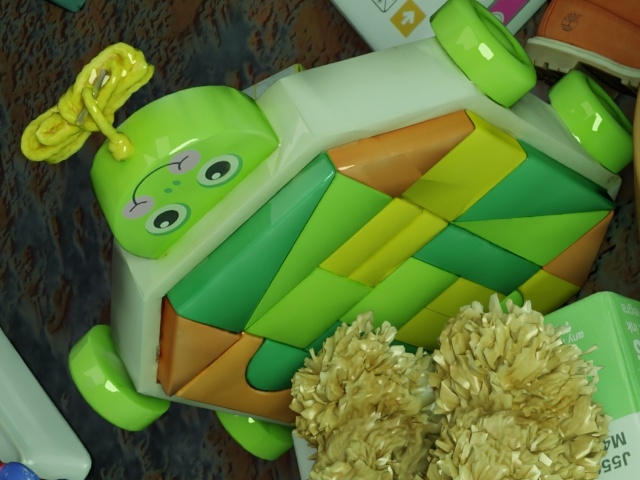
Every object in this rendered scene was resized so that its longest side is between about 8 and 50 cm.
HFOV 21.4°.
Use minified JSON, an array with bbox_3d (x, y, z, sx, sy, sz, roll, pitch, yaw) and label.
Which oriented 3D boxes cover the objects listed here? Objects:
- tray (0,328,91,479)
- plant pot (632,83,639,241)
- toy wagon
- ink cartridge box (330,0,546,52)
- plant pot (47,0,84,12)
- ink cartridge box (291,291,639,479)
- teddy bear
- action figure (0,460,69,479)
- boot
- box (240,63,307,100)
[{"bbox_3d":[-0.269,0.114,1.166,0.145,0.030,0.270,-51,54,11],"label":"tray"},{"bbox_3d":[0.263,-0.078,0.671,0.291,0.203,0.291,-8,56,12],"label":"plant pot"},{"bbox_3d":[0.000,0.000,0.808,0.267,0.344,0.068,-42,58,18],"label":"toy wagon"},{"bbox_3d":[0.135,-0.270,0.969,0.371,0.069,0.176,-48,55,17],"label":"ink cartridge box"},{"bbox_3d":[-0.260,-0.289,1.150,0.165,0.234,0.165,27,93,38],"label":"plant pot"},{"bbox_3d":[0.117,0.191,0.810,0.198,0.115,0.273,-27,62,30],"label":"ink cartridge box"},{"bbox_3d":[0.040,0.187,0.722,0.245,0.113,0.338,12,86,39],"label":"teddy bear"},{"bbox_3d":[-0.124,0.215,0.983,0.280,0.091,0.139,10,77,30],"label":"action figure"},{"bbox_3d":[0.184,-0.109,0.893,0.158,0.059,0.084,24,86,39],"label":"boot"},{"bbox_3d":[-0.044,-0.012,1.002,0.105,0.043,0.179,-23,43,29],"label":"box"}]
